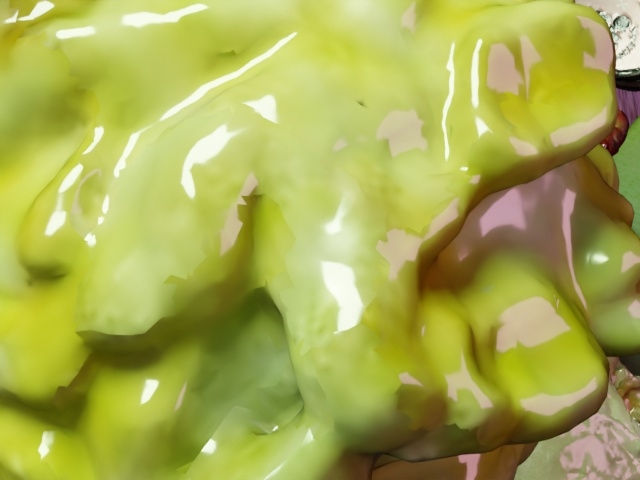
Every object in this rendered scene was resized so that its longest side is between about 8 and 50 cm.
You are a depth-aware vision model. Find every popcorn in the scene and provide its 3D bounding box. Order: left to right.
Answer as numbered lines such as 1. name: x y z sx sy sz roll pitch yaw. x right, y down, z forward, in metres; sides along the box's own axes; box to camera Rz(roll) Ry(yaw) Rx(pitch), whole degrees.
1. popcorn: -0.022 0.000 0.653 0.312 0.312 0.312 -7 90 -68

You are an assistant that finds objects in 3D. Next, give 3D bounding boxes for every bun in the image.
1. bun: 0.184 0.138 1.308 0.222 0.127 0.222 26 60 -61

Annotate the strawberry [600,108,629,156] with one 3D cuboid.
1. strawberry: 0.128 -0.047 1.242 0.175 0.107 0.236 -51 174 -21

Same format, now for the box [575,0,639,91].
1. box: 0.279 -0.207 1.632 0.135 0.151 0.151 28 57 -74

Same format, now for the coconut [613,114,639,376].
1. coconut: 0.359 0.010 1.578 0.281 0.328 0.328 -3 85 -40
